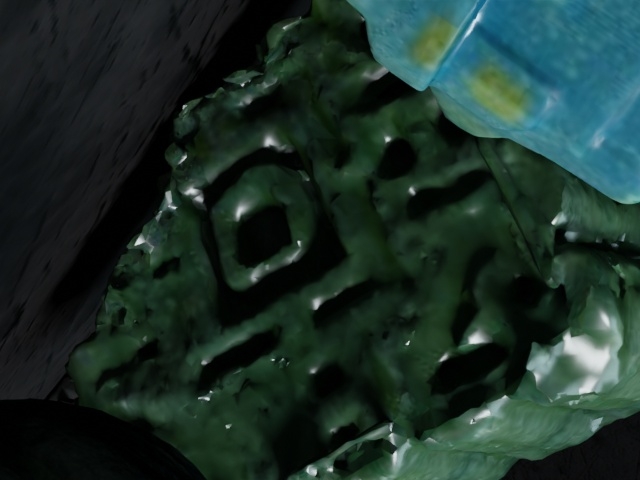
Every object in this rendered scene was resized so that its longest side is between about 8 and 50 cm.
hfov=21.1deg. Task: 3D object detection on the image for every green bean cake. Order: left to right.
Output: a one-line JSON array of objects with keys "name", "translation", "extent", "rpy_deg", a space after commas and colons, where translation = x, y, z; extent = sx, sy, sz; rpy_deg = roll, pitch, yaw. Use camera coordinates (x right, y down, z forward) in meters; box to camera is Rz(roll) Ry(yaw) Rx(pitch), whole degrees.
[{"name": "green bean cake", "translation": [0.000, 0.000, 0.585], "extent": [0.208, 0.193, 0.107], "rpy_deg": [-30, 165, 22]}]

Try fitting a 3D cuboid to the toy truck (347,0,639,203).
[{"name": "toy truck", "translation": [0.103, -0.133, 0.438], "extent": [0.279, 0.156, 0.155], "rpy_deg": [-45, 171, -50]}]

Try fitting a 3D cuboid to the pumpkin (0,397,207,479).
[{"name": "pumpkin", "translation": [-0.101, 0.115, 0.387], "extent": [0.202, 0.140, 0.202], "rpy_deg": [-37, 172, -6]}]

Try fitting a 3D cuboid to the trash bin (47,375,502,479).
[{"name": "trash bin", "translation": [-0.052, 0.164, 0.838], "extent": [0.252, 0.203, 0.301], "rpy_deg": [-18, 166, -12]}]
